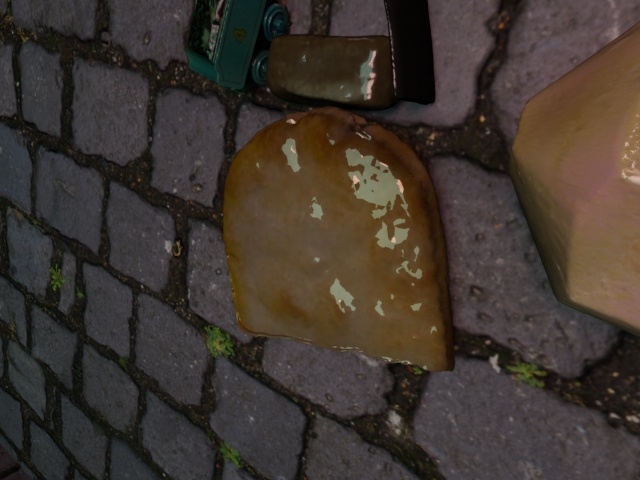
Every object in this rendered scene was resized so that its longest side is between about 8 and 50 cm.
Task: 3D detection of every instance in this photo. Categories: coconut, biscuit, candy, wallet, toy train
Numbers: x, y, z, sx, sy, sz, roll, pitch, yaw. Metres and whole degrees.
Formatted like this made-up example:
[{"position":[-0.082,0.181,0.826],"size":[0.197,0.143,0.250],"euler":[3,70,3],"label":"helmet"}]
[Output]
[{"position":[0.356,-0.059,0.373],"size":[0.353,0.353,0.352],"euler":[7,104,30],"label":"coconut"},{"position":[0.001,0.000,0.723],"size":[0.429,0.104,0.446],"euler":[-3,101,31],"label":"biscuit"},{"position":[0.019,-0.269,0.654],"size":[0.234,0.102,0.104],"euler":[16,108,25],"label":"candy"},{"position":[0.120,-0.318,0.568],"size":[0.025,0.124,0.244],"euler":[-1,100,39],"label":"wallet"},{"position":[-0.143,-0.358,0.704],"size":[0.107,0.154,0.197],"euler":[33,116,25],"label":"toy train"}]
